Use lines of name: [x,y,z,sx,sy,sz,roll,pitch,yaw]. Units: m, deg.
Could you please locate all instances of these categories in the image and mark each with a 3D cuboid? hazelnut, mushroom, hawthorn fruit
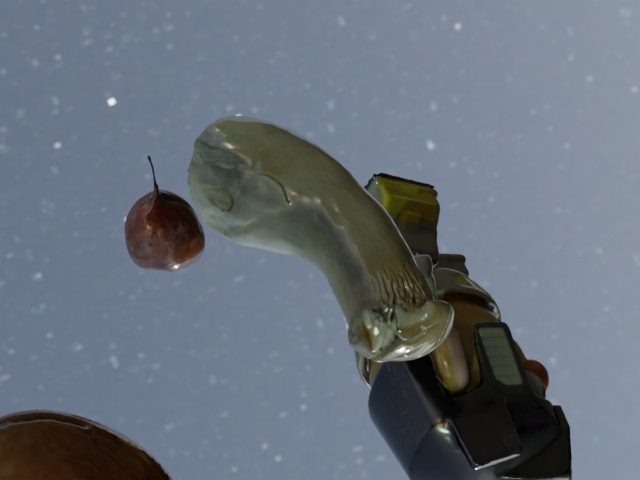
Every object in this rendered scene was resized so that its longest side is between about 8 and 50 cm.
hazelnut: [-0.164,0.169,0.842,0.150,0.150,0.150,47,-149,-40]
mushroom: [0.004,-0.003,0.976,0.223,0.092,0.081,40,169,27]
hawthorn fruit: [-0.129,-0.021,1.183,0.067,0.067,0.103,-79,-10,-52]

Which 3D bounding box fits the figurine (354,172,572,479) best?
figurine: [0.102,0.102,1.181,0.308,0.143,0.308,48,-161,-22]
